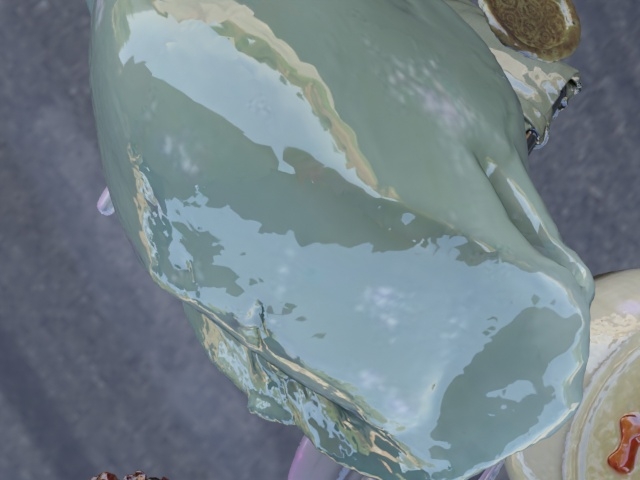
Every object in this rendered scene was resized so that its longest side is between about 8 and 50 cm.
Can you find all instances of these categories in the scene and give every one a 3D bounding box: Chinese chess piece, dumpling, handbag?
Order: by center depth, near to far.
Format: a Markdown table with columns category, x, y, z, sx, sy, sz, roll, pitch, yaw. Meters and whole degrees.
| category | x | y | z | sx | sy | sz | roll | pitch | yaw |
| --- | --- | --- | --- | --- | --- | --- | --- | --- | --- |
| dumpling | 0.002 | -0.037 | 0.916 | 0.212 | 0.320 | 0.270 | -16 | 140 | 3 |
| Chinese chess piece | 0.358 | 0.194 | 2.056 | 0.140 | 0.338 | 0.338 | 33 | 145 | 56 |
| handbag | 0.129 | -0.139 | 2.118 | 0.253 | 0.316 | 0.109 | 29 | 158 | 23 |

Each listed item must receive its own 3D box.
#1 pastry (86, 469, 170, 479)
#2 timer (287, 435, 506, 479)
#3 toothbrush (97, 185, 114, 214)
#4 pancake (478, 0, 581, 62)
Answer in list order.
| category | x | y | z | sx | sy | sz | roll | pitch | yaw |
| --- | --- | --- | --- | --- | --- | --- | --- | --- | --- |
| pastry | -0.144 | 0.284 | 1.741 | 0.115 | 0.097 | 0.208 | -47 | 132 | 13 |
| timer | 0.073 | 0.117 | 1.229 | 0.069 | 0.208 | 0.190 | 35 | 103 | 27 |
| toothbrush | -0.093 | -0.142 | 1.442 | 0.025 | 0.286 | 0.020 | 30 | -176 | -29 |
| pancake | 0.187 | -0.206 | 1.666 | 0.115 | 0.115 | 0.011 | 43 | 136 | 2 |
